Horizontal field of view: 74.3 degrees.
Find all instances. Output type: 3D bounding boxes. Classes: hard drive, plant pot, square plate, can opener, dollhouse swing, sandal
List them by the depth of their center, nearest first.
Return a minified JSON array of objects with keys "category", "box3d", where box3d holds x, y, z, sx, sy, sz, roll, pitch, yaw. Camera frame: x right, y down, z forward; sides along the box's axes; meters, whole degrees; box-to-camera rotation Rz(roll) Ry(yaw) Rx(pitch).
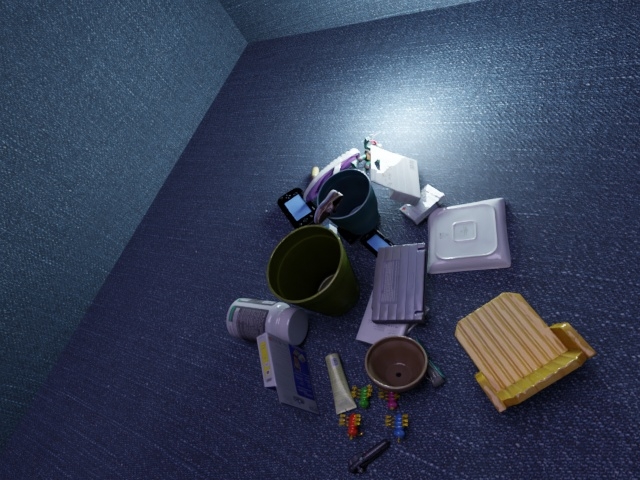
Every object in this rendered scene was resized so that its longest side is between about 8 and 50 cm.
[{"category":"dollhouse swing","box3d":[0.663,0.351,1.470,0.347,0.315,0.305,-35,70,8]},{"category":"can opener","box3d":[0.182,0.812,1.594,0.186,0.059,0.073,-38,49,4]},{"category":"plant pot","box3d":[0.298,0.496,1.638,0.237,0.109,0.237,-11,38,9]},{"category":"hard drive","box3d":[0.295,0.312,1.835,0.203,0.040,0.307,8,65,35]},{"category":"square plate","box3d":[0.640,-0.028,1.868,0.344,0.049,0.347,-8,57,26]},{"category":"plant pot","box3d":[0.007,0.174,1.911,0.367,0.353,0.366,-15,54,23]},{"category":"plant pot","box3d":[0.158,-0.160,2.042,0.272,0.255,0.271,-14,57,22]},{"category":"sandal","box3d":[0.075,-0.350,2.336,0.416,0.169,0.102,-43,71,-4]}]

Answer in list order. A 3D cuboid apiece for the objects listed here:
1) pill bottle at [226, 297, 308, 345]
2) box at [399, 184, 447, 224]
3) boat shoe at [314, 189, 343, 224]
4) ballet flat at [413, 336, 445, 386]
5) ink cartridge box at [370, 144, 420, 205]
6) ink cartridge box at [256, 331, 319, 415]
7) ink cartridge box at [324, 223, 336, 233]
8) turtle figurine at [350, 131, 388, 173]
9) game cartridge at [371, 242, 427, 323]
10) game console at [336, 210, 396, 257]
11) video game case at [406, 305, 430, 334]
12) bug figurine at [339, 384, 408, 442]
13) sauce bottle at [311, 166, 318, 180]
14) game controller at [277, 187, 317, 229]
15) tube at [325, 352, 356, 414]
[{"category":"pill bottle","box3d":[-0.255,0.392,2.025,0.361,0.204,0.204,2,62,32]},{"category":"box","box3d":[0.491,-0.174,2.032,0.186,0.038,0.145,-40,33,1]},{"category":"boat shoe","box3d":[0.039,-0.146,1.895,0.066,0.066,0.183,22,76,36]},{"category":"ballet flat","box3d":[0.408,0.479,1.668,0.068,0.072,0.213,-42,48,12]},{"category":"ink cartridge box","box3d":[0.354,-0.322,2.075,0.261,0.066,0.296,16,47,-10]},{"category":"ink cartridge box","box3d":[-0.135,0.572,1.774,0.072,0.303,0.307,-28,50,16]},{"category":"ink cartridge box","box3d":[0.000,0.000,2.201,0.180,0.060,0.104,-25,49,37]},{"category":"turtle figurine","box3d":[0.281,-0.468,2.321,0.175,0.118,0.234,43,88,0]},{"category":"game cartridge","box3d":[0.341,0.184,1.824,0.230,0.068,0.355,-8,58,32]},{"category":"game console","box3d":[0.250,-0.032,2.104,0.213,0.044,0.361,-44,50,-1]},{"category":"video game case","box3d":[0.371,0.312,1.829,0.157,0.019,0.143,-46,49,-2]},{"category":"bug figurine","box3d":[0.219,0.671,1.649,0.279,0.072,0.216,-11,45,27]},{"category":"sauce bottle","box3d":[-0.035,-0.376,2.490,0.042,0.042,0.128,-9,55,26]},{"category":"game controller","box3d":[-0.125,-0.180,2.404,0.166,0.067,0.319,-39,50,3]},{"category":"tube","box3d":[0.077,0.604,1.796,0.070,0.062,0.240,-57,40,44]}]
